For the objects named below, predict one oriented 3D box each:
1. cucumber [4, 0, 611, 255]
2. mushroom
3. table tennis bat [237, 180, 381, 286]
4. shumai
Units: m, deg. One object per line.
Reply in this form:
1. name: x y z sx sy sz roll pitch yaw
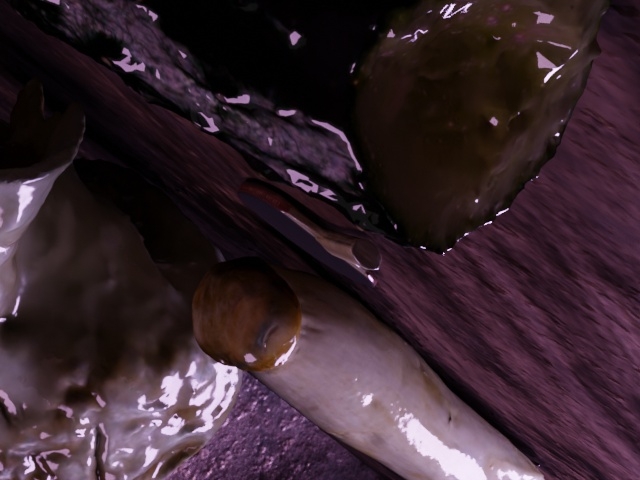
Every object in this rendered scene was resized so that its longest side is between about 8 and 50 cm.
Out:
1. cucumber: -0.072 -0.100 0.452 0.303 0.081 0.072 33 -159 24
2. mushroom: 0.038 0.100 1.196 0.312 0.081 0.100 37 177 -38
3. table tennis bat: 0.000 0.000 0.985 0.087 0.013 0.156 40 173 -18
4. shumai: -0.250 0.048 1.258 0.292 0.330 0.288 60 -167 23
